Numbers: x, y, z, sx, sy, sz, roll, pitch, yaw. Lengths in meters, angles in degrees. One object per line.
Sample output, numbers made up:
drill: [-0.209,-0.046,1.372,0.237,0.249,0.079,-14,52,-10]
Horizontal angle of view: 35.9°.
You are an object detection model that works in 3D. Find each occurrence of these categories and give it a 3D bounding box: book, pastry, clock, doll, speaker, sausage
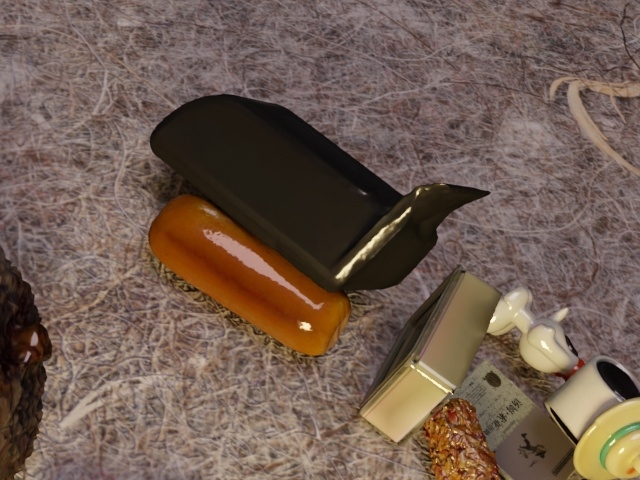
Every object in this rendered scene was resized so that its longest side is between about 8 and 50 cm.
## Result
book: [0.245,0.246,1.264,0.181,0.014,0.127,44,46,15]
pastry: [0.175,0.263,1.174,0.087,0.063,0.169,-10,60,-20]
clock: [0.135,0.139,1.213,0.071,0.147,0.192,36,46,0]
doll: [0.317,0.183,1.267,0.271,0.144,0.208,44,12,9]
speaker: [-0.007,-0.087,1.238,0.388,0.184,0.180,37,17,25]
sausage: [-0.088,0.040,1.226,0.274,0.105,0.105,33,45,4]

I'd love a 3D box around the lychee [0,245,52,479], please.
lychee: [-0.385,0.125,0.900,0.300,0.300,0.300,13,47,-15]
